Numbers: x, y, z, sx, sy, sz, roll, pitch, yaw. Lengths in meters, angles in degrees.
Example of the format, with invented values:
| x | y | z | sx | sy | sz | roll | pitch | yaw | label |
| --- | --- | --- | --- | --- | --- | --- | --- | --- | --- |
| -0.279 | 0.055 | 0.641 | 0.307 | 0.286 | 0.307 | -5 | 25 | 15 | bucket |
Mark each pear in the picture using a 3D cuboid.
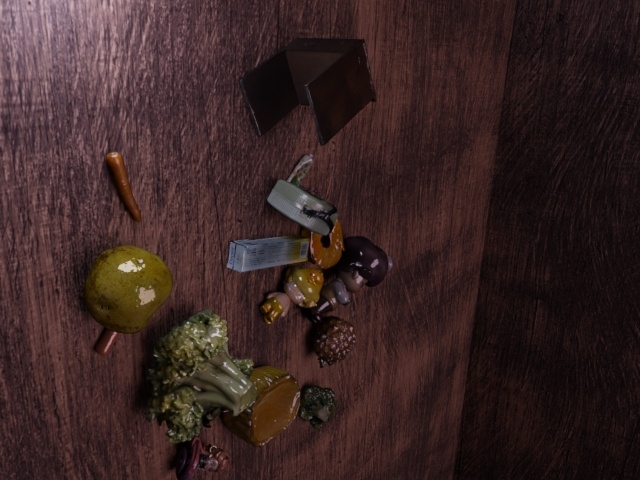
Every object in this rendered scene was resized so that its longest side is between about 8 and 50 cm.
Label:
| x | y | z | sx | sy | sz | roll | pitch | yaw | label |
| --- | --- | --- | --- | --- | --- | --- | --- | --- | --- |
| -0.443 | 0.105 | 1.335 | 0.197 | 0.197 | 0.197 | -25 | 122 | -48 | pear |

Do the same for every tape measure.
| x | y | z | sx | sy | sz | roll | pitch | yaw | label |
| --- | --- | --- | --- | --- | --- | --- | --- | --- | --- |
| -0.027 | -0.098 | 1.815 | 0.235 | 0.207 | 0.115 | 24 | 97 | -54 | tape measure |

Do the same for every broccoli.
| x | y | z | sx | sy | sz | roll | pitch | yaw | label |
| --- | --- | --- | --- | --- | --- | --- | --- | --- | --- |
| -0.285 | 0.356 | 1.555 | 0.293 | 0.281 | 0.347 | -1 | 112 | -53 | broccoli |
| -0.008 | 0.624 | 2.189 | 0.146 | 0.138 | 0.162 | 13 | 95 | -17 | broccoli |

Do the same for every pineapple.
| x | y | z | sx | sy | sz | roll | pitch | yaw | label |
| --- | --- | --- | --- | --- | --- | --- | --- | --- | --- |
| 0.040 | 0.376 | 2.138 | 0.166 | 0.166 | 0.193 | 45 | 66 | -52 | pineapple |

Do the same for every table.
| x | y | z | sx | sy | sz | roll | pitch | yaw | label |
| --- | --- | --- | --- | --- | --- | --- | --- | --- | --- |
| -0.030 | -0.423 | 1.653 | 0.282 | 0.251 | 0.196 | -48 | 138 | -35 | table |

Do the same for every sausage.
| x | y | z | sx | sy | sz | roll | pitch | yaw | label |
| --- | --- | --- | --- | --- | --- | --- | --- | --- | --- |
| -0.510 | 0.238 | 1.413 | 0.034 | 0.034 | 0.083 | 46 | 65 | -51 | sausage |

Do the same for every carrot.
| x | y | z | sx | sy | sz | roll | pitch | yaw | label |
| --- | --- | --- | --- | --- | --- | --- | --- | --- | --- |
| -0.455 | -0.119 | 1.361 | 0.037 | 0.037 | 0.190 | -42 | 138 | -39 | carrot |

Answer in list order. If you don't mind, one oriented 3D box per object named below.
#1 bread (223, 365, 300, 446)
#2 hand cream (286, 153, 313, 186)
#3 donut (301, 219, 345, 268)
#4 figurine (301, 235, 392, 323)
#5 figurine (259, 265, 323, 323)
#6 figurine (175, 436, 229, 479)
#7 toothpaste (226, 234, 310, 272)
| x | y | z | sx | sy | sz | roll | pitch | yaw | label |
| --- | --- | --- | --- | --- | --- | --- | --- | --- | --- |
| -0.190 | 0.529 | 1.888 | 0.253 | 0.142 | 0.227 | -15 | 116 | -49 | bread |
| -0.072 | -0.208 | 1.872 | 0.165 | 0.037 | 0.057 | -58 | 142 | -14 | hand cream |
| 0.000 | -0.001 | 2.001 | 0.174 | 0.075 | 0.190 | -32 | 117 | -38 | donut |
| 0.104 | 0.152 | 2.084 | 0.365 | 0.206 | 0.218 | -59 | 170 | -19 | figurine |
| -0.088 | 0.175 | 1.924 | 0.246 | 0.131 | 0.156 | -32 | 89 | -26 | figurine |
| -0.349 | 0.635 | 1.719 | 0.157 | 0.114 | 0.126 | -1 | 119 | -39 | figurine |
| -0.153 | 0.037 | 1.812 | 0.313 | 0.071 | 0.089 | -8 | 111 | -54 | toothpaste |
